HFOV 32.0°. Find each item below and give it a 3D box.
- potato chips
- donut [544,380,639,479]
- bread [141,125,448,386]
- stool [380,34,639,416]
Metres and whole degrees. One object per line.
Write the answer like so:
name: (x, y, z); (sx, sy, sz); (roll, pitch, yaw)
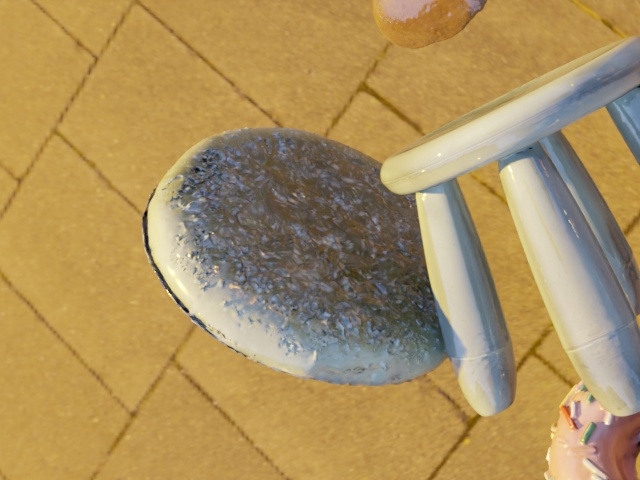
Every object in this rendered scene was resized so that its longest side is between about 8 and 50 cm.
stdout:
potato chips: (0.154, -0.362, 1.632); (0.201, 0.049, 0.150); (-18, 103, 36)
donut: (0.312, 0.217, 1.059); (0.199, 0.085, 0.233); (-47, 49, -6)
bread: (0.000, 0.000, 0.834); (0.267, 0.267, 0.040); (43, 132, 21)
stool: (0.169, -0.009, 0.739); (0.199, 0.195, 0.195); (61, 153, -4)
